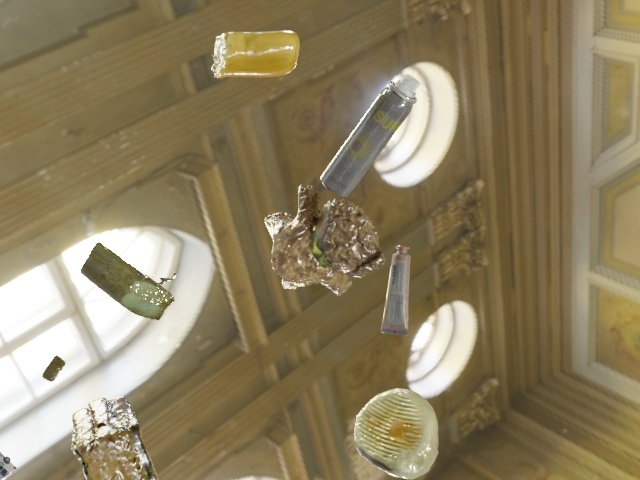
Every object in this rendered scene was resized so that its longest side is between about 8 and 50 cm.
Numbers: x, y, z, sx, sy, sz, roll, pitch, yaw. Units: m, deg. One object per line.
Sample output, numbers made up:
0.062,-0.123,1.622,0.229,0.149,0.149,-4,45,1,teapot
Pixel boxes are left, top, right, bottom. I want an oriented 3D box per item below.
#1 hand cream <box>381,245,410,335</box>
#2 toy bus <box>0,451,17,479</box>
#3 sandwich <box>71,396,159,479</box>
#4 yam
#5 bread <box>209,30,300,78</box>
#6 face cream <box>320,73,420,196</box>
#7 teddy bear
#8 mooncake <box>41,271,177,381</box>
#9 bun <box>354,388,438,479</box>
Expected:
0.187,0.118,1.843,0.067,0.043,0.210,5,-92,24,hand cream
-0.784,0.532,1.851,0.052,0.058,0.102,-38,-83,31,toy bus
-0.293,0.379,1.183,0.249,0.095,0.273,9,-62,70,sandwich
-0.507,0.116,2.031,0.259,0.106,0.106,38,-26,-13,yam
-0.124,-0.359,1.505,0.134,0.173,0.085,-150,-125,-72,bread
0.104,-0.215,1.576,0.073,0.073,0.283,46,-65,19,face cream
0.001,-0.001,1.622,0.296,0.222,0.246,-116,-171,-86,teddy bear
-0.469,0.175,1.697,0.057,0.346,0.150,50,9,-14,mooncake
0.206,0.517,2.047,0.244,0.244,0.153,25,-16,44,bun
